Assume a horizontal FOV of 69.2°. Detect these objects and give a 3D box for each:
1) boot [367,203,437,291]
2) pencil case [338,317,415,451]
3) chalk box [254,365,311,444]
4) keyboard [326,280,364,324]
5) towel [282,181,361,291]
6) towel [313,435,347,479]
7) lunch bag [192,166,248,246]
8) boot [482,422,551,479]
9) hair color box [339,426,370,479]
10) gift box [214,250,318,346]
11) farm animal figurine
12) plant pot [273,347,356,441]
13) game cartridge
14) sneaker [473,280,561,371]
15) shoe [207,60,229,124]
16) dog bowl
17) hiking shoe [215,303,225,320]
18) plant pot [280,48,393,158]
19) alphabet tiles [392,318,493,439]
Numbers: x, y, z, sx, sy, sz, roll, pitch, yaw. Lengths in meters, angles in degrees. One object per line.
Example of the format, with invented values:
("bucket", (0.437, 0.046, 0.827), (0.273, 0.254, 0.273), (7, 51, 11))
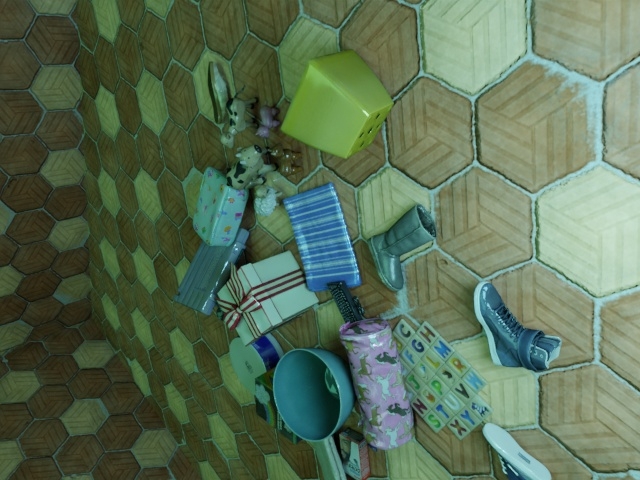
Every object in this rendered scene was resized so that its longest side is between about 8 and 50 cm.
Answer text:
("boot", (0.235, 0.025, 1.256), (0.208, 0.076, 0.190), (-31, 85, 41))
("pencil case", (0.168, 0.424, 1.397), (0.160, 0.167, 0.386), (-151, 47, -77))
("chalk box", (-0.086, 0.610, 1.736), (0.289, 0.179, 0.180), (20, 118, 39))
("keyboard", (0.090, 0.211, 1.480), (0.108, 0.023, 0.180), (-12, 109, 44))
("towel", (0.000, 0.000, 1.506), (0.243, 0.040, 0.336), (-12, 96, 47))
("towel", (0.037, 0.835, 1.750), (0.187, 0.049, 0.282), (-12, 96, 68))
("lunch bag", (-0.384, -0.134, 1.763), (0.224, 0.107, 0.279), (38, 114, 44))
("boot", (0.486, 0.568, 1.199), (0.190, 0.069, 0.086), (41, 128, 25))
("hair color box", (0.124, 0.773, 1.672), (0.093, 0.053, 0.167), (9, 111, 45))
("gift box", (-0.213, 0.195, 1.642), (0.276, 0.258, 0.255), (55, 136, 14))
("farm animal figurine", (-0.236, -0.285, 1.538), (0.330, 0.172, 0.327), (50, 135, 20))
("plant pot", (0.011, 0.490, 1.550), (0.290, 0.195, 0.290), (1, 91, 39))
("game cartridge", (-0.427, 0.105, 1.826), (0.230, 0.068, 0.355), (12, 72, 40))
("sneaker", (0.453, 0.197, 1.063), (0.163, 0.086, 0.226), (-4, 112, 58))
("shoe", (-0.364, -0.530, 1.670), (0.076, 0.058, 0.219), (-169, 69, -65))
("dog bowl", (-0.261, 0.502, 1.928), (0.265, 0.104, 0.265), (19, 119, 40))
("hiking shoe", (-0.363, 0.268, 1.917), (0.132, 0.113, 0.304), (32, 154, 15))
("plant pot", (0.058, -0.336, 1.201), (0.187, 0.212, 0.212), (41, 132, 11))
("alphabet tiles", (0.321, 0.402, 1.350), (0.342, 0.011, 0.285), (45, 133, 24))
